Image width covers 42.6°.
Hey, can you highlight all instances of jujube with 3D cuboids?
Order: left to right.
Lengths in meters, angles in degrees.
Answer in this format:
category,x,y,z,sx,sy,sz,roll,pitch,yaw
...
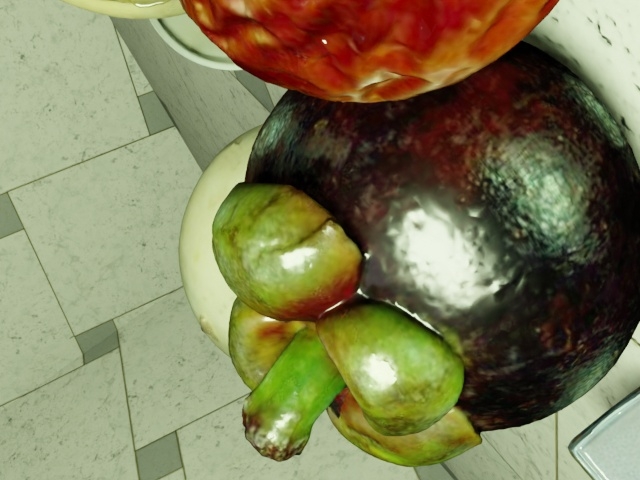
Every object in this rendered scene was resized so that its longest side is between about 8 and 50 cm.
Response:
category,x,y,z,sx,sy,sz,roll,pitch,yaw
jujube,0.031,-0.169,0.376,0.290,0.197,0.197,-7,119,57

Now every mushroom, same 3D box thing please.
category,x,y,z,sx,sy,sz,roll,pitch,yaw
mushroom,0.000,0.000,0.988,0.314,0.314,0.336,54,-164,4

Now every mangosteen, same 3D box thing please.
category,x,y,z,sx,sy,sz,roll,pitch,yaw
mangosteen,0.066,0.007,0.571,0.300,0.300,0.300,53,170,13

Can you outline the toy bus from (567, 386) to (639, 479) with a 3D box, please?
category,x,y,z,sx,sy,sz,roll,pitch,yaw
toy bus,0.348,0.276,0.680,0.330,0.109,0.136,52,180,15

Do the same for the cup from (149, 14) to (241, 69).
category,x,y,z,sx,sy,sz,roll,pitch,yaw
cup,-0.112,-0.291,0.708,0.241,0.185,0.226,42,-172,-43

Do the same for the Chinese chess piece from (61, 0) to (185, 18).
category,x,y,z,sx,sy,sz,roll,pitch,yaw
Chinese chess piece,-0.121,-0.283,0.529,0.270,0.270,0.112,57,-176,-15
